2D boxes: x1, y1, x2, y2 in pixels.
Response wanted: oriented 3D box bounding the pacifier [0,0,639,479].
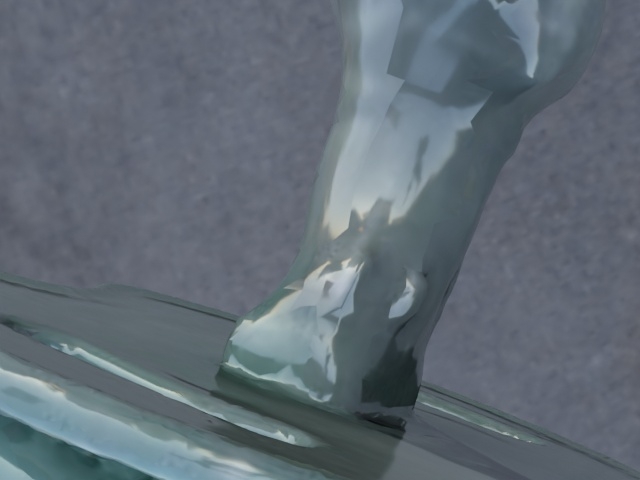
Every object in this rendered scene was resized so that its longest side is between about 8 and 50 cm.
[{"bbox_3d":[0.000,0.000,0.527,0.288,0.343,0.269,19,88,20],"label":"pacifier"}]
